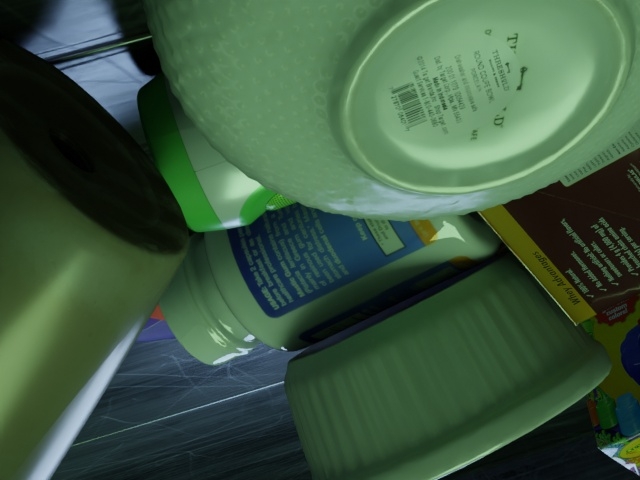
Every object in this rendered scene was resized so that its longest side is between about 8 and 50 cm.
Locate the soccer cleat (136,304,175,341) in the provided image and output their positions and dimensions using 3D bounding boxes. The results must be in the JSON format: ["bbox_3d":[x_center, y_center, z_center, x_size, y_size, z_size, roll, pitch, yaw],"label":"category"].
[{"bbox_3d":[-0.037,0.045,1.456,0.318,0.116,0.108,-20,161,0],"label":"soccer cleat"}]

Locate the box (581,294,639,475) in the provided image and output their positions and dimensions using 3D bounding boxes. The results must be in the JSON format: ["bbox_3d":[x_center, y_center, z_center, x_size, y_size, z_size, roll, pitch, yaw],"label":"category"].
[{"bbox_3d":[0.433,0.078,1.705,0.290,0.279,0.177,-29,140,25],"label":"box"}]

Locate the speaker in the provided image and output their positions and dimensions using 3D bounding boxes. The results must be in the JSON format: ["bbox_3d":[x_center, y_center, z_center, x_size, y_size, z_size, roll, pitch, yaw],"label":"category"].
[{"bbox_3d":[0.031,-0.107,1.083,0.296,0.131,0.131,-21,161,4],"label":"speaker"}]

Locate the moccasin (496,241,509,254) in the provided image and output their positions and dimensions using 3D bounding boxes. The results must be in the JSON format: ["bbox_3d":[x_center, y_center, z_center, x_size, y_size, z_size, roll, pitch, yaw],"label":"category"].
[{"bbox_3d":[0.308,-0.077,1.405,0.380,0.147,0.139,-16,159,-10],"label":"moccasin"}]

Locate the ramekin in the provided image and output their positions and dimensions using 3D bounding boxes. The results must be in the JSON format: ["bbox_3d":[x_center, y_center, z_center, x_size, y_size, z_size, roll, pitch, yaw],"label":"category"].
[{"bbox_3d":[0.094,0.109,1.317,0.273,0.127,0.273,-26,180,0],"label":"ramekin"}]

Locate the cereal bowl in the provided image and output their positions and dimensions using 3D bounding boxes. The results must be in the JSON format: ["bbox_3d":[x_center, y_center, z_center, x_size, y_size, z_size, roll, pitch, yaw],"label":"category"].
[{"bbox_3d":[0.074,-0.128,0.872,0.339,0.141,0.339,-10,140,-9],"label":"cereal bowl"}]

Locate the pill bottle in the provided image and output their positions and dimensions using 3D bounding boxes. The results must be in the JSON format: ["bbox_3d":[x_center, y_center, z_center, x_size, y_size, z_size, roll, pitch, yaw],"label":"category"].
[{"bbox_3d":[0.000,0.000,1.314,0.272,0.152,0.152,-26,160,22],"label":"pill bottle"}]

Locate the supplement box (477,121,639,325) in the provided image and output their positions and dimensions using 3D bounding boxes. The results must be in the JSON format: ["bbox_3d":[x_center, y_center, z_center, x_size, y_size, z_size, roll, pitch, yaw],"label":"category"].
[{"bbox_3d":[0.227,-0.073,1.221,0.194,0.129,0.191,-30,116,30],"label":"supplement box"}]

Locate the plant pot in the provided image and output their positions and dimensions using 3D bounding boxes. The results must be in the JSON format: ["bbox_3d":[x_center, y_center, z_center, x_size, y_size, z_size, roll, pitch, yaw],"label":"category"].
[{"bbox_3d":[-0.246,0.030,0.991,0.280,0.323,0.323,-44,155,14],"label":"plant pot"}]
